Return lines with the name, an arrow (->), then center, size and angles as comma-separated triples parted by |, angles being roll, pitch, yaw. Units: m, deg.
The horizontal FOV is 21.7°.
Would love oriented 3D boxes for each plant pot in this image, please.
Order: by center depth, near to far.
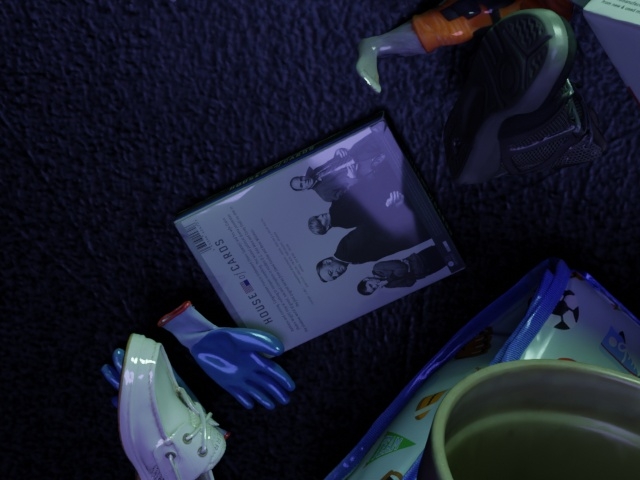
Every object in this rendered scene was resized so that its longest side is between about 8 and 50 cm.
plant pot -> 0.211, 0.307, 1.415 | 0.323, 0.323, 0.280 | 15, 121, -2

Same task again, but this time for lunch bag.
lunch bag -> 0.222, 0.252, 1.654 | 0.328, 0.239, 0.385 | 41, 93, -12

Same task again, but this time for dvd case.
dvd case -> 0.000, 0.000, 1.665 | 0.239, 0.029, 0.179 | -25, 109, 14

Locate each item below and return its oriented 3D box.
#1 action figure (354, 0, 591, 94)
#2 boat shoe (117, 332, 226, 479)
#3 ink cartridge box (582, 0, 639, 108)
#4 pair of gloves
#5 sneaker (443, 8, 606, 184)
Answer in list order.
action figure -> 0.164, -0.257, 1.474 | 0.330, 0.178, 0.341 | -46, 128, 14
boat shoe -> -0.142, 0.201, 1.697 | 0.096, 0.098, 0.277 | 2, 134, 10
ink cartridge box -> 0.388, -0.207, 1.429 | 0.273, 0.114, 0.197 | -44, 123, -8
pair of gloves -> -0.124, 0.141, 1.720 | 0.159, 0.023, 0.198 | 41, 122, -17
sneaker -> 0.195, -0.126, 1.433 | 0.130, 0.087, 0.227 | -7, 152, -16
